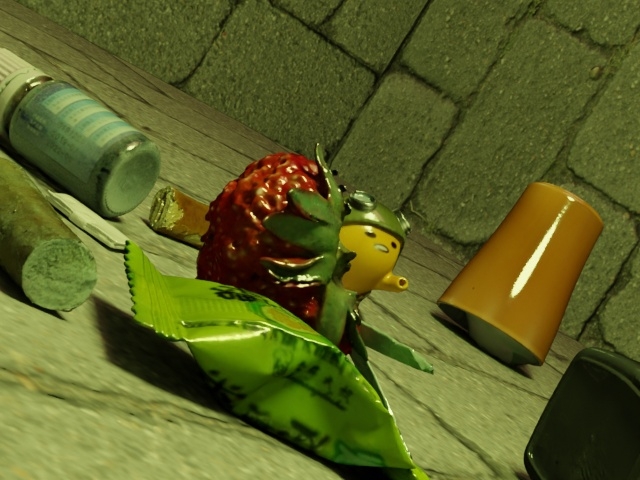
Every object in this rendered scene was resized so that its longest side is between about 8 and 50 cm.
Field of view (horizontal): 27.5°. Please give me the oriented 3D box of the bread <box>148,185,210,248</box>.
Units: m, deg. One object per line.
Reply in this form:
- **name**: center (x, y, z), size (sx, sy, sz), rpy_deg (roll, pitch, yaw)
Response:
- **bread**: center (-0.134, -0.021, 1.289), size (0.036, 0.047, 0.083), rpy_deg (-1, -16, 33)

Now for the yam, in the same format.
- **yam**: center (-0.188, -0.005, 0.828), size (0.054, 0.054, 0.132), rpy_deg (27, 9, -42)

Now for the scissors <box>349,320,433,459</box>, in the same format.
- **scissors**: center (0.018, 0.065, 1.013), size (0.017, 0.144, 0.248), rpy_deg (-6, 31, -26)

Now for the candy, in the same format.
- **candy**: center (-0.023, 0.085, 0.854), size (0.246, 0.069, 0.149), rpy_deg (31, 3, -16)

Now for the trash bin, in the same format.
- **trash bin**: center (0.345, 0.218, 1.154), size (0.290, 0.182, 0.209), rpy_deg (24, 9, -23)

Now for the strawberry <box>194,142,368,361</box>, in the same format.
- **strawberry**: center (-0.053, 0.006, 1.008), size (0.098, 0.174, 0.228), rpy_deg (-10, 16, -22)

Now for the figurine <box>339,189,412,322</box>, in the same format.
- **figurine**: center (0.000, 0.000, 1.329), size (0.166, 0.141, 0.250), rpy_deg (27, 7, -30)

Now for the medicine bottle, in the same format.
- **medicine bottle**: center (-0.243, -0.104, 1.202), size (0.203, 0.083, 0.083), rpy_deg (34, 6, 22)

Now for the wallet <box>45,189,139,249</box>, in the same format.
- **wallet**: center (-0.190, -0.015, 1.086), size (0.083, 0.011, 0.044), rpy_deg (35, 7, 22)

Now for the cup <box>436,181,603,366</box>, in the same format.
- **cup**: center (0.316, 0.062, 1.977), size (0.182, 0.264, 0.226), rpy_deg (26, -10, 38)
